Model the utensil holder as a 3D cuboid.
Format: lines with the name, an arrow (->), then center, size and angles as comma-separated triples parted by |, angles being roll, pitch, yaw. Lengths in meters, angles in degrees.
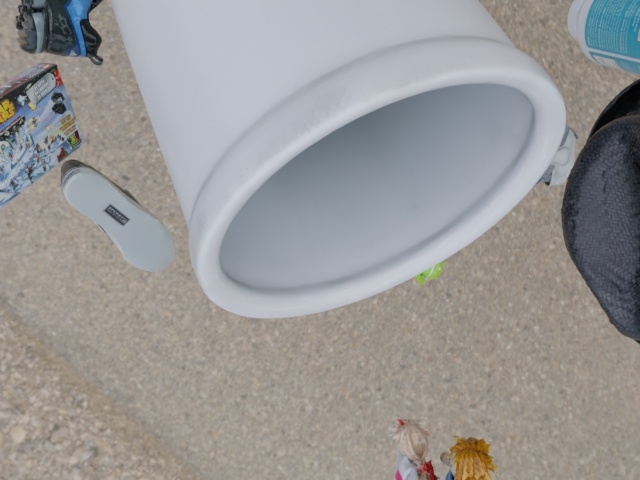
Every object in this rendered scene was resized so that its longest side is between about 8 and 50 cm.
utensil holder -> -0.017, -0.174, 0.604 | 0.327, 0.327, 0.386 | -39, 62, 27

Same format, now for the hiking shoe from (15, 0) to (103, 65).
hiking shoe -> -0.434, -0.443, 1.064 | 0.113, 0.132, 0.304 | -16, 73, 52

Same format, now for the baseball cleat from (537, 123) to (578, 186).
baseball cleat -> 0.317, -0.098, 0.979 | 0.109, 0.072, 0.206 | 39, 100, -11

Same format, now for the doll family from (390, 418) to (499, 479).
doll family -> 0.126, 0.273, 0.580 | 0.118, 0.263, 0.163 | 2, 119, 1

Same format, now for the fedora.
fedora -> 0.354, -0.016, 0.656 | 0.152, 0.334, 0.334 | -7, 120, -29

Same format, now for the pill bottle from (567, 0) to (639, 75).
pill bottle -> 0.496, -0.329, 0.958 | 0.146, 0.264, 0.146 | -8, 117, -15

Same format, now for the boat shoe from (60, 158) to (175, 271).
boat shoe -> -0.296, -0.039, 0.937 | 0.077, 0.070, 0.219 | -39, 133, -5

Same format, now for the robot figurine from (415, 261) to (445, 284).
robot figurine -> 0.243, 0.053, 1.513 | 0.115, 0.101, 0.067 | 19, 159, -4

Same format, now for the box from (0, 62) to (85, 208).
box -> -0.303, -0.108, 0.635 | 0.027, 0.137, 0.094 | 8, 129, 19
